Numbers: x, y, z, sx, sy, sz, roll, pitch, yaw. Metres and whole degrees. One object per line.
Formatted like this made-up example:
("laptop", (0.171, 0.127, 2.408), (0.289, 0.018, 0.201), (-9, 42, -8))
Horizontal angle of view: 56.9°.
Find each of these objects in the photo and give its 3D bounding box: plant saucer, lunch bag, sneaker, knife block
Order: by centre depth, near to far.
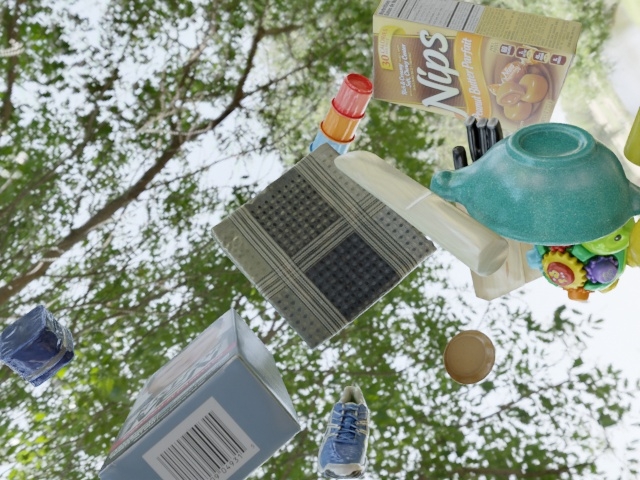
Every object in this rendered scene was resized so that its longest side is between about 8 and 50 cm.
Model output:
("lunch bag", (-0.352, 0.132, 0.739), (0.065, 0.067, 0.098), (58, 169, -29))
("plant saucer", (0.220, 0.173, 0.882), (0.083, 0.083, 0.015), (51, 173, -10))
("knife block", (0.255, -0.048, 0.887), (0.242, 0.275, 0.088), (43, -118, 1))
("sneaker", (0.037, 0.301, 0.930), (0.211, 0.080, 0.081), (-62, -28, -79))

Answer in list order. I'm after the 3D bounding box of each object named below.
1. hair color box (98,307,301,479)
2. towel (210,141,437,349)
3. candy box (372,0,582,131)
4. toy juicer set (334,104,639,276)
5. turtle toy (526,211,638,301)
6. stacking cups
("hair color box", (-0.150, 0.211, 0.782), (0.113, 0.185, 0.374), (51, 173, -6))
("towel", (0.000, 0.000, 1.128), (0.324, 0.312, 0.056), (47, 168, 19))
("candy box", (0.249, -0.298, 0.999), (0.183, 0.317, 0.087), (83, -152, -56))
("toy juicer set", (0.192, -0.023, 0.460), (0.209, 0.329, 0.089), (-105, 4, -53))
("turtle toy", (0.234, 0.006, 0.525), (0.095, 0.130, 0.066), (41, -119, 16))
("stacking cups", (0.018, -0.208, 1.259), (0.096, 0.316, 0.096), (12, -135, -12))
